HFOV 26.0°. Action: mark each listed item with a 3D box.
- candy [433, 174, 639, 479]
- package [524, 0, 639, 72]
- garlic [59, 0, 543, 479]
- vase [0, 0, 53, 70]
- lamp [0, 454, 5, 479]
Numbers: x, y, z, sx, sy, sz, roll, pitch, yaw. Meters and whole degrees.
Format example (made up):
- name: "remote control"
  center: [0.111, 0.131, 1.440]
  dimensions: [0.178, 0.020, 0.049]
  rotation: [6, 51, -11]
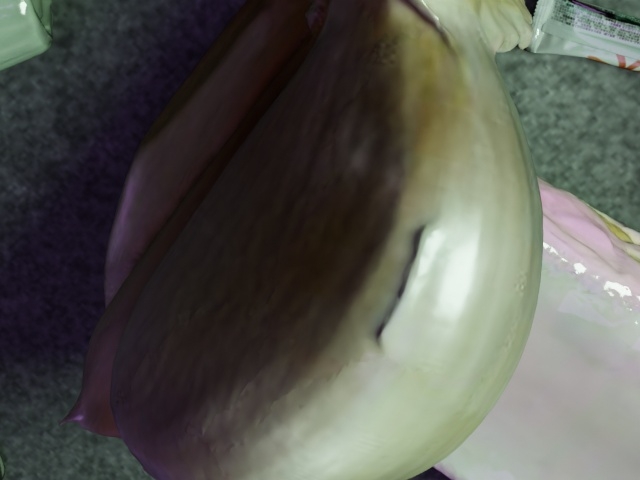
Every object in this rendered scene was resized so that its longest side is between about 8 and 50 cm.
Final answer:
- name: "candy"
  center: [0.166, 0.085, 0.747]
  dimensions: [0.265, 0.116, 0.155]
  rotation: [32, 117, -4]
- name: "package"
  center: [0.162, -0.101, 0.717]
  dimensions: [0.110, 0.015, 0.037]
  rotation: [17, 116, 3]
- name: "garlic"
  center: [-0.001, -0.001, 0.663]
  dimensions: [0.132, 0.279, 0.325]
  rotation: [19, 109, -26]
- name: "vase"
  center: [-0.264, -0.112, 0.724]
  dimensions: [0.248, 0.128, 0.128]
  rotation: [-9, 112, 3]
- name: "lamp"
  center: [-0.363, 0.072, 0.818]
  dimensions: [0.130, 0.108, 0.371]
  rotation: [-42, 100, 12]
